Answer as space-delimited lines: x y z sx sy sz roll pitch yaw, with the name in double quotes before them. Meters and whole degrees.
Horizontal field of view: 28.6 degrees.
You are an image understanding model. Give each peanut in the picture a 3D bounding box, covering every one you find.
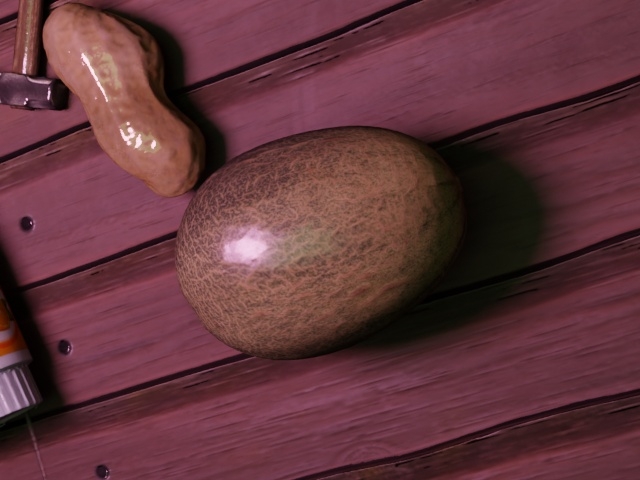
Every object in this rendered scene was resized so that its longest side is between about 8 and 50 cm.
"peanut" -0.228 -0.175 1.512 0.125 0.111 0.274 -34 86 1

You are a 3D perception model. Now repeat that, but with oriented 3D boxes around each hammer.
"hammer" -0.361 -0.347 1.579 0.111 0.043 0.365 7 93 18

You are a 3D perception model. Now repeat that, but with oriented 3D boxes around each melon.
"melon" 0.000 0.000 1.373 0.329 0.248 0.249 -18 88 11

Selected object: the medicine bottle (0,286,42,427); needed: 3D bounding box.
"medicine bottle" -0.474 0.091 1.575 0.158 0.158 0.318 -27 86 17
